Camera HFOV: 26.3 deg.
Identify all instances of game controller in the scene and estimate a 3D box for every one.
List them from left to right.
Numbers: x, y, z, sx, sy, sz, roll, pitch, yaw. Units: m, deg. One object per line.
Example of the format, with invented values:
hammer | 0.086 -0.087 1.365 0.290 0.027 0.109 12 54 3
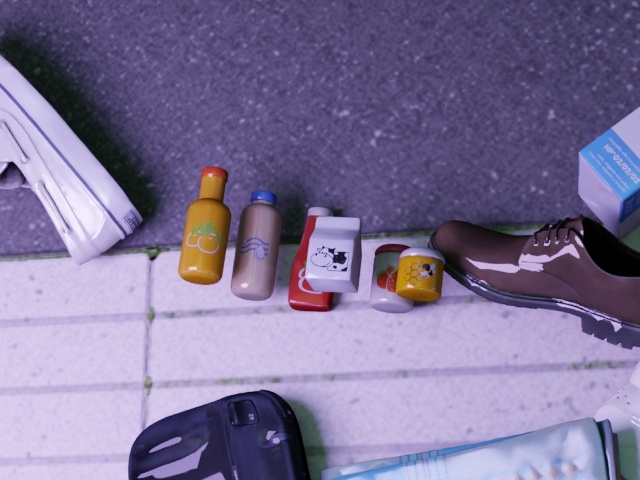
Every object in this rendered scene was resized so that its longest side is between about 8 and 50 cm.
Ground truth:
game controller | -0.074 0.288 1.164 0.167 0.067 0.319 -23 63 22

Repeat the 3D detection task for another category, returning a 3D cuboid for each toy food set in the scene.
toy food set | 0.000 0.000 1.225 0.232 0.111 0.104 2 72 14

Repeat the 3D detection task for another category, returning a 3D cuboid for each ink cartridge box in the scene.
ink cartridge box | 0.316 -0.090 1.203 0.181 0.104 0.061 -37 69 -3

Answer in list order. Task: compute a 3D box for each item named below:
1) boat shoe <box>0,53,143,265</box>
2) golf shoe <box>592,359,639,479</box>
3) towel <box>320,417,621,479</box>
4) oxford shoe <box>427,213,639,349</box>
boat shoe | -0.284 -0.086 1.323 0.088 0.096 0.267 -40 77 -10
golf shoe | 0.333 0.234 1.095 0.140 0.115 0.306 -43 62 4
towel | 0.130 0.345 1.090 0.272 0.040 0.370 -14 70 24
oxford shoe | 0.201 0.012 1.181 0.227 0.096 0.083 16 32 23
